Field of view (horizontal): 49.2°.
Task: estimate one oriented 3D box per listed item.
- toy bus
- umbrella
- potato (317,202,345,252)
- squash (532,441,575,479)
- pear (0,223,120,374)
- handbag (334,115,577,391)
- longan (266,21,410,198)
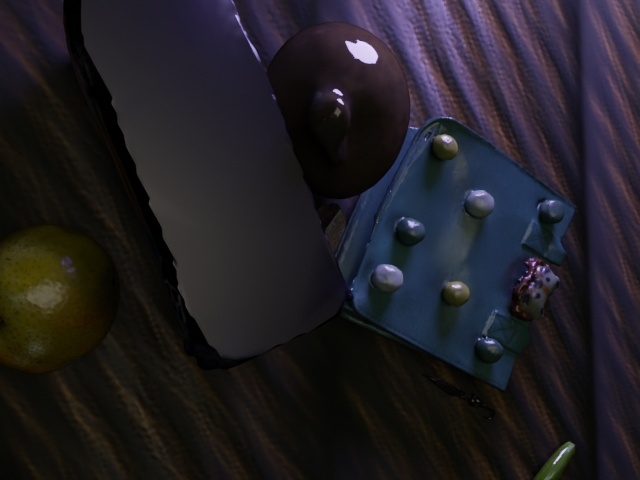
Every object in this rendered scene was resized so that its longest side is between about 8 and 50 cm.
[{"bbox_3d":[-0.128,-0.080,0.691,0.171,0.162,0.386,-23,98,-23],"label":"toy bus"},{"bbox_3d":[0.180,0.195,0.891,0.122,0.013,0.022,35,98,-19],"label":"umbrella"},{"bbox_3d":[-0.001,0.000,0.811,0.036,0.037,0.093,31,94,-39],"label":"potato"},{"bbox_3d":[0.313,0.304,0.937,0.089,0.027,0.027,-47,105,-18],"label":"squash"},{"bbox_3d":[-0.240,0.052,0.648,0.104,0.141,0.141,-8,93,17],"label":"pear"},{"bbox_3d":[0.170,0.011,0.844,0.274,0.100,0.268,29,78,-18],"label":"handbag"},{"bbox_3d":[0.016,-0.134,0.733,0.159,0.204,0.185,-8,103,6],"label":"longan"}]
